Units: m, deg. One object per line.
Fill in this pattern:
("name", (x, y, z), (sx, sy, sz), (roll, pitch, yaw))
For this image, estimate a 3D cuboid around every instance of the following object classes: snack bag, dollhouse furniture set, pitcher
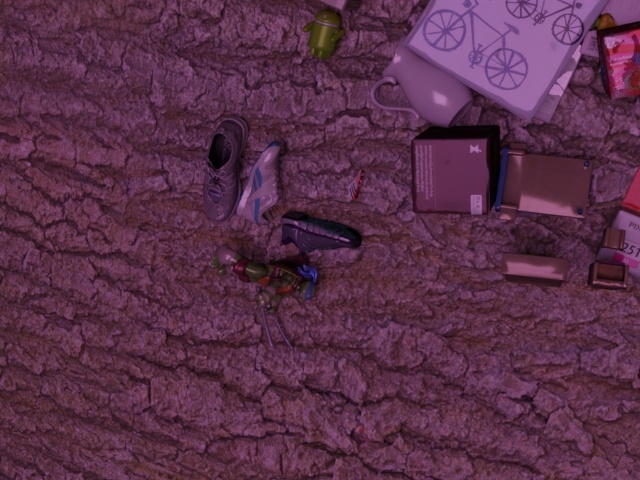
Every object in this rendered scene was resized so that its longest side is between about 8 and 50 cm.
("snack bag", (0.389, -0.472, 1.562), (0.323, 0.037, 0.342), (32, 111, 3))
("dollhouse furniture set", (0.539, -0.053, 1.684), (0.286, 0.198, 0.303), (6, 85, 16))
("pitcher", (0.225, -0.332, 1.704), (0.207, 0.125, 0.177), (44, 118, 13))

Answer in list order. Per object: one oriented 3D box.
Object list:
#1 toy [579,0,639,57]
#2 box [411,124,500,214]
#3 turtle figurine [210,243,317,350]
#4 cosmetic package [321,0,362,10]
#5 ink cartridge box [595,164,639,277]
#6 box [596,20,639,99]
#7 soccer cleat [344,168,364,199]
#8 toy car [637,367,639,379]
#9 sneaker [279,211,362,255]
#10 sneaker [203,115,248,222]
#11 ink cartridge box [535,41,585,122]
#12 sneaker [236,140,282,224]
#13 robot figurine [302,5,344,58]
("toy", (0.670, -0.424, 1.548), (0.237, 0.056, 0.137), (16, 113, 8))
("box", (0.305, -0.161, 1.679), (0.167, 0.203, 0.168), (2, 106, 19))
("turtle figurine", (-0.163, 0.142, 1.945), (0.266, 0.198, 0.274), (27, 110, 14))
("cosmetic package", (0.067, -0.664, 1.640), (0.129, 0.153, 0.296), (28, 112, 9))
("ink cartridge box", (0.778, -0.016, 1.634), (0.275, 0.060, 0.239), (23, 114, 12))
("box", (0.680, -0.369, 1.466), (0.257, 0.122, 0.128), (-10, 108, 17))
("soccer cleat", (0.083, -0.139, 1.862), (0.036, 0.029, 0.083), (20, 116, 9))
("toy car", (0.800, 0.213, 1.697), (0.239, 0.053, 0.225), (-26, 96, 24))
("sneaker", (0.000, 0.000, 1.909), (0.224, 0.083, 0.098), (19, 112, 25))
("sneaker", (-0.263, -0.176, 1.925), (0.105, 0.115, 0.281), (15, 110, 15))
("ink cartridge box", (0.475, -0.369, 1.651), (0.145, 0.045, 0.179), (25, 122, 11))
("sneaker", (-0.135, -0.146, 1.913), (0.092, 0.087, 0.228), (25, 120, 4))
("robot figurine", (0.010, -0.483, 1.760), (0.101, 0.067, 0.115), (31, 116, 35))
